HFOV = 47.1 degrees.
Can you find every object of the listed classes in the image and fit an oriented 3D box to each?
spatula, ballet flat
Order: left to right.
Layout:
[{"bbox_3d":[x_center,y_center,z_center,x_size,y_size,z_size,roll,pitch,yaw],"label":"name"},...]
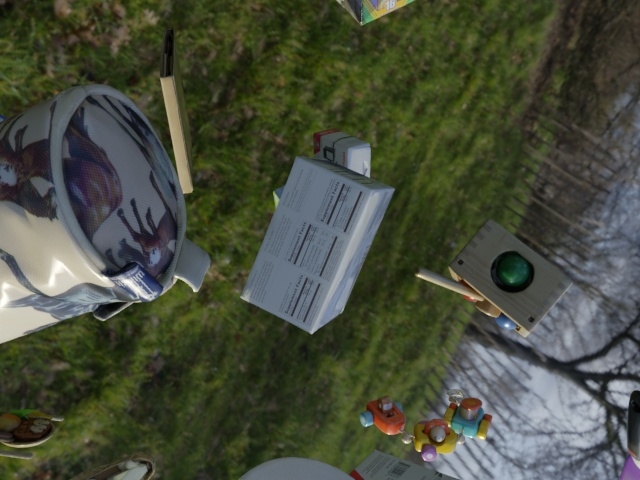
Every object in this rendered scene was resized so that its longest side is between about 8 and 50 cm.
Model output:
[{"bbox_3d":[-0.408,0.462,1.399,0.206,0.073,0.067,-24,-175,-34],"label":"ballet flat"},{"bbox_3d":[0.392,0.266,0.894,0.030,0.084,0.296,-31,134,-4],"label":"spatula"}]

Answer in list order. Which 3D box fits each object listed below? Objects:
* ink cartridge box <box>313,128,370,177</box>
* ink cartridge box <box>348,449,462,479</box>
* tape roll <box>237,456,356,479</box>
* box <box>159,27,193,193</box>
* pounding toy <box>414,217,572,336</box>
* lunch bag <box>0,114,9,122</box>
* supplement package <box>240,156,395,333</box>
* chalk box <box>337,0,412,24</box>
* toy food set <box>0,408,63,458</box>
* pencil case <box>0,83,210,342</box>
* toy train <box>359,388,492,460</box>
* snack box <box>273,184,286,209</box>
[{"bbox_3d":[0.048,-0.187,1.710,0.063,0.150,0.109,-15,118,-28],"label":"ink cartridge box"},{"bbox_3d":[0.182,0.561,1.508,0.197,0.273,0.114,-24,118,-52],"label":"ink cartridge box"},{"bbox_3d":[-0.018,0.563,1.257,0.072,0.392,0.392,-54,173,36],"label":"tape roll"},{"bbox_3d":[-0.220,-0.201,1.134,0.164,0.021,0.201,-103,-172,-50],"label":"box"},{"bbox_3d":[0.190,0.047,0.811,0.100,0.130,0.141,-50,164,1],"label":"pounding toy"},{"bbox_3d":[-0.745,-0.139,1.483,0.243,0.115,0.303,20,124,-34],"label":"lunch bag"},{"bbox_3d":[0.000,0.000,1.297,0.261,0.145,0.204,-67,167,11],"label":"supplement package"},{"bbox_3d":[0.092,-0.525,1.313,0.132,0.132,0.213,-29,153,-15],"label":"chalk box"},{"bbox_3d":[-0.654,0.412,1.617,0.192,0.132,0.038,-86,-178,-77],"label":"toy food set"},{"bbox_3d":[-0.306,0.031,0.601,0.410,0.183,0.160,-20,-156,17],"label":"pencil case"},{"bbox_3d":[0.142,0.219,0.945,0.166,0.125,0.046,-8,118,-26],"label":"toy train"},{"bbox_3d":[-0.033,-0.014,1.737,0.070,0.174,0.207,-28,150,-17],"label":"snack box"}]
